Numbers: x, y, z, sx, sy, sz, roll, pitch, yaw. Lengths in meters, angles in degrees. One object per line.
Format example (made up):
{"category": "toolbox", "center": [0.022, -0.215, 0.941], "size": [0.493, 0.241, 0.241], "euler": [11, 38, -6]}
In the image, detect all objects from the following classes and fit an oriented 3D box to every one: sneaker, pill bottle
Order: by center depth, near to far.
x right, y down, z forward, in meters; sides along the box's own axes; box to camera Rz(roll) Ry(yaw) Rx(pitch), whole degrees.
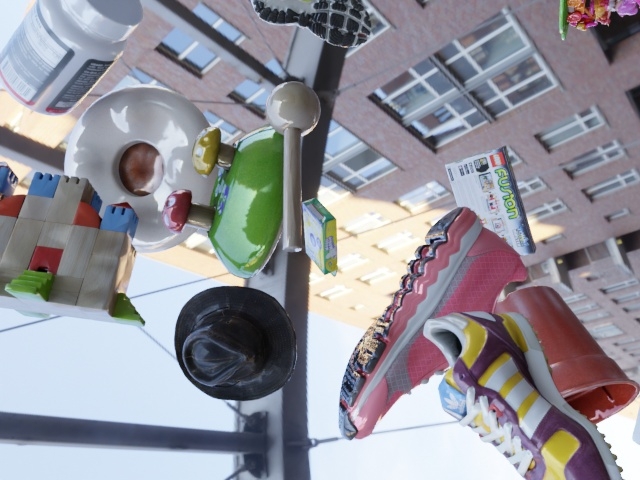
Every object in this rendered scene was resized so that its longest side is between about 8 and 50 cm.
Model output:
{"category": "sneaker", "center": [0.126, 0.122, 0.360], "size": [0.084, 0.069, 0.185], "euler": [2, -148, -9]}
{"category": "sneaker", "center": [0.136, 0.118, 0.625], "size": [0.136, 0.313, 0.116], "euler": [32, 179, -1]}
{"category": "pill bottle", "center": [-0.469, -0.374, 0.988], "size": [0.161, 0.283, 0.161], "euler": [34, -138, -36]}
{"category": "sneaker", "center": [-0.017, -0.521, 1.182], "size": [0.279, 0.107, 0.118], "euler": [14, -152, -14]}

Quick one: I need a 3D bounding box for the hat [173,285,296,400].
{"category": "hat", "center": [-0.229, 0.263, 1.272], "size": [0.331, 0.331, 0.134], "euler": [66, -167, 1]}

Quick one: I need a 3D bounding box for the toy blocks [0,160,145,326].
{"category": "toy blocks", "center": [-0.491, -0.004, 0.963], "size": [0.382, 0.190, 0.260], "euler": [8, -113, -2]}

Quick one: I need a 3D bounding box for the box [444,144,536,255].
{"category": "box", "center": [0.323, -0.063, 0.999], "size": [0.036, 0.114, 0.206], "euler": [-31, -75, -60]}

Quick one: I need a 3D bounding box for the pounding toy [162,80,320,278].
{"category": "pounding toy", "center": [-0.098, -0.061, 0.561], "size": [0.110, 0.237, 0.182], "euler": [15, -107, -21]}

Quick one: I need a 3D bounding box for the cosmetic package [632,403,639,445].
{"category": "cosmetic package", "center": [0.515, 0.140, 0.535], "size": [0.385, 0.217, 0.156], "euler": [1, -79, -38]}

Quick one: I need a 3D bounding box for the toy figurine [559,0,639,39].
{"category": "toy figurine", "center": [0.559, -0.463, 1.024], "size": [0.173, 0.159, 0.130], "euler": [36, -116, -60]}

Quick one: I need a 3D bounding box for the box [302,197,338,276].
{"category": "box", "center": [0.000, 0.000, 1.252], "size": [0.105, 0.043, 0.179], "euler": [49, 153, 45]}

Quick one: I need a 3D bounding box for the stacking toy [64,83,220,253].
{"category": "stacking toy", "center": [-0.330, -0.159, 1.281], "size": [0.350, 0.351, 0.480], "euler": [66, -167, 2]}

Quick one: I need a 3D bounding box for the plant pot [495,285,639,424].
{"category": "plant pot", "center": [0.496, 0.262, 1.166], "size": [0.272, 0.272, 0.265], "euler": [29, -148, -40]}
